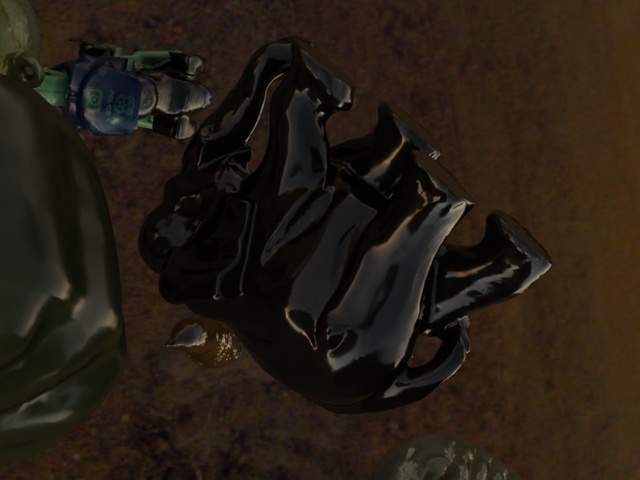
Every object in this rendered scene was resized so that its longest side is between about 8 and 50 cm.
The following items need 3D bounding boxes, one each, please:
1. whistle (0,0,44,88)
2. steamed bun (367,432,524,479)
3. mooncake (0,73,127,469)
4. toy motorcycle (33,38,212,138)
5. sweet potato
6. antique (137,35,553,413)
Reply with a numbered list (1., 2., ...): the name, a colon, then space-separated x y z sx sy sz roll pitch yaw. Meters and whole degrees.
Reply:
1. whistle: -0.293 -0.147 0.668 0.123 0.223 0.123 21 90 -77
2. steamed bun: 0.145 0.382 0.779 0.367 0.255 0.342 29 30 -3
3. mooncake: -0.285 0.048 0.567 0.351 0.351 0.187 19 44 -50
4. toy motorcycle: -0.272 -0.199 1.269 0.331 0.196 0.125 -14 119 -61
5. sweet potato: -0.139 0.122 1.157 0.274 0.067 0.067 50 43 -77
6. antique: 0.000 0.000 0.829 0.322 0.255 0.185 48 20 14
